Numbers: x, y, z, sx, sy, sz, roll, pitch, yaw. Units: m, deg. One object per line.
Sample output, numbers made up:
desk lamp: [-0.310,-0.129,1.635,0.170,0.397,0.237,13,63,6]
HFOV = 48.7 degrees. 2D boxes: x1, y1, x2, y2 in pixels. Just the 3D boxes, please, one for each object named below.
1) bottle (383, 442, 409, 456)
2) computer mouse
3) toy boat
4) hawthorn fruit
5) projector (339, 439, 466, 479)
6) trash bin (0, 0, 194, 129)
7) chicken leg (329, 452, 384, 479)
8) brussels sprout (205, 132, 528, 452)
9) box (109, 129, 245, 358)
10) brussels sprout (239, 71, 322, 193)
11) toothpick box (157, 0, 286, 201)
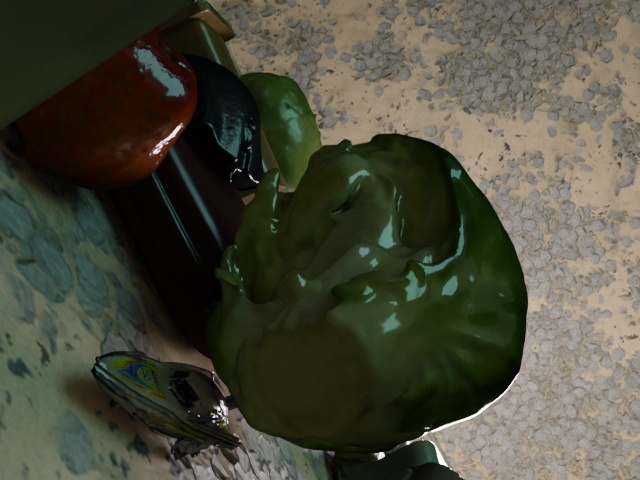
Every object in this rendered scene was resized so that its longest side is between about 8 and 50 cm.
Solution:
bottle: [0.128,0.440,1.232,0.110,0.109,0.233,58,8,-28]
computer mouse: [-0.134,-0.174,0.944,0.147,0.088,0.264,49,15,-51]
toy boat: [-0.136,0.138,0.620,0.084,0.066,0.210,64,7,31]
hawthorn fruit: [-0.214,-0.140,0.702,0.189,0.189,0.189,60,6,-11]
projector: [0.068,0.318,0.680,0.163,0.242,0.177,59,8,-6]
trash bin: [-0.220,-0.143,0.339,0.121,0.247,0.243,64,8,32]
chicken leg: [0.068,0.285,1.281,0.201,0.152,0.429,50,18,-21]
brussels sprout: [0.064,0.067,0.743,0.371,0.275,0.315,-50,128,-49]
box: [-0.167,-0.035,0.904,0.404,0.108,0.263,62,7,6]
brussels sprout: [-0.116,-0.185,1.411,0.328,0.246,0.328,169,-90,-90]
toothpick box: [-0.191,-0.200,1.170,0.187,0.190,0.308,-21,88,-84]
